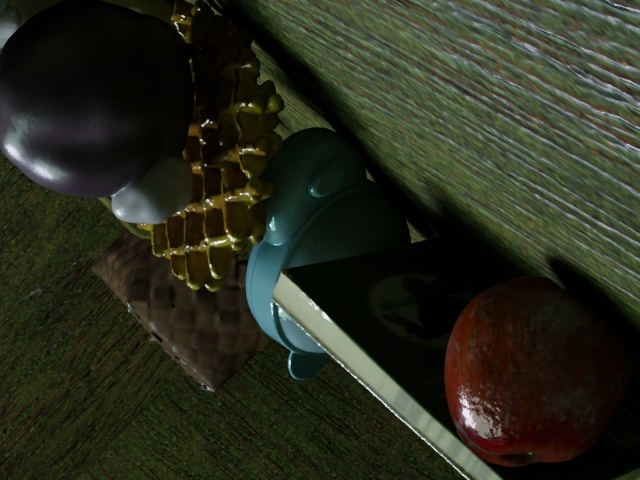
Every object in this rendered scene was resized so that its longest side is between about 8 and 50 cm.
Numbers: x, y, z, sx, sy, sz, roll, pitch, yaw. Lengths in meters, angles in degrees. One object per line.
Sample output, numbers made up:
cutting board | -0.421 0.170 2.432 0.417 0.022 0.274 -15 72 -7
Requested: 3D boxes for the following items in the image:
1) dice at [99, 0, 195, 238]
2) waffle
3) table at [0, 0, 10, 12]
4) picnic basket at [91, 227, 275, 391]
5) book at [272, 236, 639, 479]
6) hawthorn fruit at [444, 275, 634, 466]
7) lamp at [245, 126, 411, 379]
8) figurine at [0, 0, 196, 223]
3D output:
dice | -0.225 -0.163 2.101 0.227 0.233 0.238 41 173 41
waffle | -0.113 -0.096 1.790 0.069 0.293 0.260 -1 -147 -30
table | -0.446 -0.355 1.569 0.272 0.222 0.335 42 178 17
picnic basket | -0.141 0.024 2.401 0.254 0.321 0.291 46 174 -23
book | 0.158 0.129 1.679 0.260 0.043 0.371 -11 -138 -44
hawthorn fruit | 0.188 0.120 1.494 0.173 0.173 0.173 44 174 5
lamp | 0.006 0.006 1.856 0.147 0.209 0.284 9 129 50
figurine | -0.280 -0.184 1.766 0.218 0.206 0.365 4 -153 -40
